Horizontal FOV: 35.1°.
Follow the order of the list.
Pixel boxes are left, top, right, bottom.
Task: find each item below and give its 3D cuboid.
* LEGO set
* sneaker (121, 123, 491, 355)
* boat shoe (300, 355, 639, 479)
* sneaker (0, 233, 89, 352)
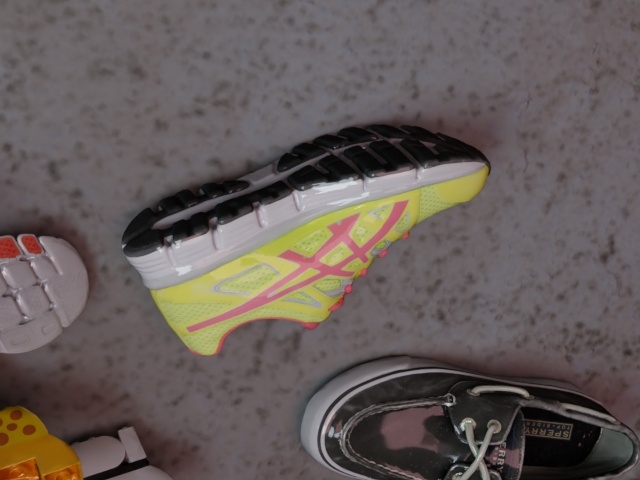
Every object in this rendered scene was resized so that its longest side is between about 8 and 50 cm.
[{"bbox_3d":[-0.193,0.115,0.513,0.227,0.093,0.087,-14,137,-23],"label":"LEGO set"},{"bbox_3d":[0.000,0.000,0.567,0.209,0.081,0.094,-19,115,-10],"label":"sneaker"},{"bbox_3d":[0.098,0.118,0.628,0.219,0.070,0.077,3,100,-22],"label":"boat shoe"},{"bbox_3d":[-0.193,0.037,0.507,0.158,0.065,0.061,-23,105,-40],"label":"sneaker"}]
